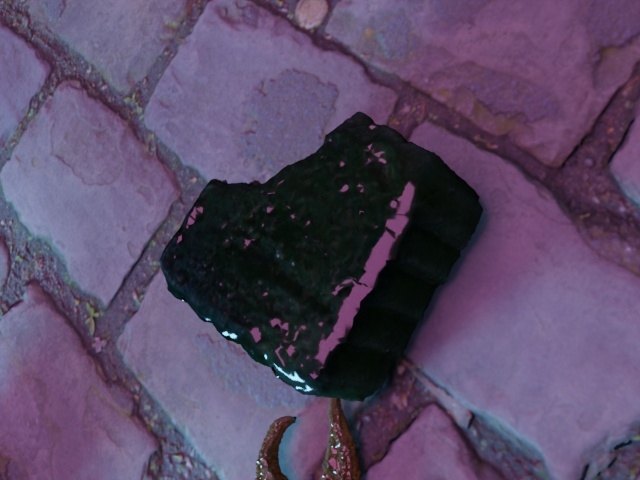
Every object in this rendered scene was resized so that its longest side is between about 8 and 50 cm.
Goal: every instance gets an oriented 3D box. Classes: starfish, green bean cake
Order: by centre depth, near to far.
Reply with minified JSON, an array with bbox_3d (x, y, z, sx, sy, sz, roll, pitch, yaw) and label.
[{"bbox_3d":[0.003,0.350,0.975,0.302,0.060,0.299,37,91,41],"label":"starfish"},{"bbox_3d":[0.000,0.000,1.018,0.300,0.169,0.308,34,95,34],"label":"green bean cake"}]
